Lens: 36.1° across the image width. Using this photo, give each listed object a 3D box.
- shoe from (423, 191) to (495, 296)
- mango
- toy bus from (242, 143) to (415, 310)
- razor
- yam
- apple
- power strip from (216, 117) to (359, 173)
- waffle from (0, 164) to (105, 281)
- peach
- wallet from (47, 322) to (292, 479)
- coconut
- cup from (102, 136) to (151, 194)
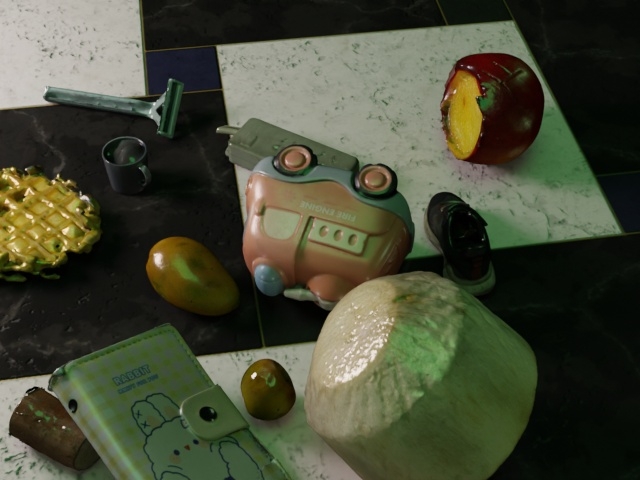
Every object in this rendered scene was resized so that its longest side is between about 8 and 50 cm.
[{"bbox_3d":[0.236,-0.015,1.630,0.099,0.112,0.227,-6,49,-6],"label":"shoe"},{"bbox_3d":[-0.206,0.061,1.567,0.111,0.089,0.163,-29,62,-27],"label":"mango"},{"bbox_3d":[0.000,0.000,1.575,0.288,0.194,0.232,14,61,11],"label":"toy bus"},{"bbox_3d":[-0.402,-0.266,1.896,0.278,0.056,0.111,9,83,15],"label":"razor"},{"bbox_3d":[-0.367,0.266,1.376,0.127,0.084,0.084,26,52,20],"label":"yam"},{"bbox_3d":[-0.077,0.215,1.423,0.075,0.089,0.089,-19,49,-2],"label":"apple"},{"bbox_3d":[-0.072,-0.155,1.795,0.288,0.053,0.093,23,51,18],"label":"power strip"},{"bbox_3d":[-0.513,-0.040,1.671,0.281,0.060,0.262,-5,48,-6],"label":"waffle"},{"bbox_3d":[0.302,-0.239,1.792,0.190,0.196,0.226,-5,34,43],"label":"peach"},{"bbox_3d":[-0.203,0.269,1.339,0.223,0.077,0.309,-16,56,-48],"label":"wallet"},{"bbox_3d":[0.142,0.209,1.314,0.329,0.328,0.328,1,47,-1],"label":"coconut"},{"bbox_3d":[-0.336,-0.125,1.743,0.100,0.077,0.078,35,56,28],"label":"cup"}]
